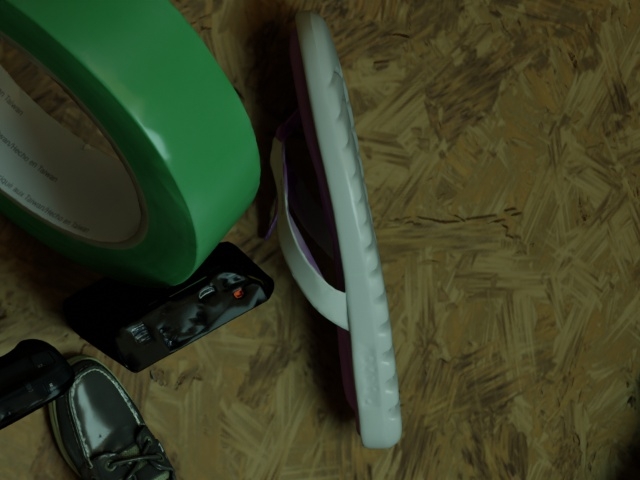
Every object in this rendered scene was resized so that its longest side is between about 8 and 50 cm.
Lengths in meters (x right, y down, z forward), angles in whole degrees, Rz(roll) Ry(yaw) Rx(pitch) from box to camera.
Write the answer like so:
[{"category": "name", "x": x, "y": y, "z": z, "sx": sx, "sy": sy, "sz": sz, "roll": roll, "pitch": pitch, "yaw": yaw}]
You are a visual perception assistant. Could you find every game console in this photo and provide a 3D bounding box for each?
[{"category": "game console", "x": -0.215, "y": 0.096, "z": 1.081, "sx": 0.361, "sy": 0.213, "sz": 0.044, "roll": -28, "pitch": 102, "yaw": -15}]

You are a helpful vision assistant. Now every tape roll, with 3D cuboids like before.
[{"category": "tape roll", "x": -0.192, "y": -0.102, "z": 0.990, "sx": 0.077, "sy": 0.321, "sz": 0.321, "roll": -52, "pitch": 122, "yaw": -26}]

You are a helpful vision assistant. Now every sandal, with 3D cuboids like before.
[{"category": "sandal", "x": 0.000, "y": 0.003, "z": 1.293, "sx": 0.102, "sy": 0.169, "sz": 0.416, "roll": -10, "pitch": 102, "yaw": 2}]

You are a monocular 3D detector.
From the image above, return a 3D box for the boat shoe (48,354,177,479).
[{"category": "boat shoe", "x": -0.157, "y": 0.199, "z": 1.197, "sx": 0.080, "sy": 0.073, "sz": 0.224, "roll": -31, "pitch": 112, "yaw": -34}]
